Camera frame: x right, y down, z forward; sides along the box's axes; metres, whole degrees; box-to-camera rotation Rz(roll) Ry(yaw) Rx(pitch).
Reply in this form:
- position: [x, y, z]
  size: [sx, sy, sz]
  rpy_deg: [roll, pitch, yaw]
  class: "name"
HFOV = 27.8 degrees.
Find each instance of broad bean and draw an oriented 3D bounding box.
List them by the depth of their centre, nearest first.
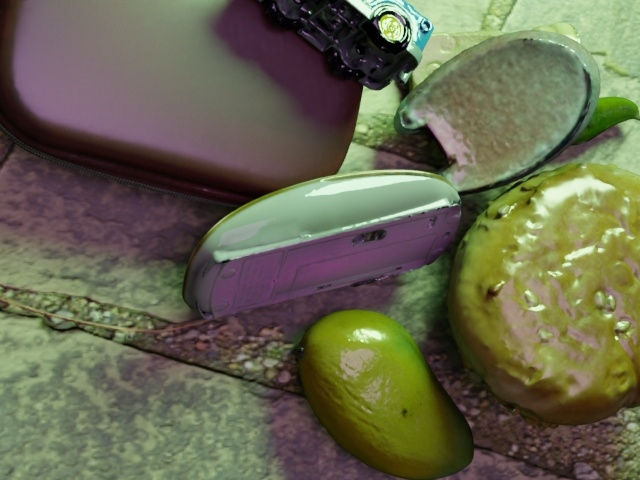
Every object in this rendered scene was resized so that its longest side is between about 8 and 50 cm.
- position: [0.248, -0.133, 1.521]
  size: [0.297, 0.043, 0.060]
  rpy_deg: [-6, 81, -20]
  class: "broad bean"

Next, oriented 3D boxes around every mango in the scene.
- position: [0.069, 0.179, 1.418]
  size: [0.137, 0.091, 0.237]
  rpy_deg: [-37, 100, -12]
  class: "mango"

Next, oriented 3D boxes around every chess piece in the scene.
- position: [0.191, -0.202, 1.490]
  size: [0.200, 0.090, 0.090]
  rpy_deg: [-4, 90, -9]
  class: "chess piece"

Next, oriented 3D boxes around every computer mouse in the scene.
- position: [0.000, 0.000, 1.361]
  size: [0.310, 0.158, 0.072]
  rpy_deg: [-13, 59, -21]
  class: "computer mouse"

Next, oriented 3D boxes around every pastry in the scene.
- position: [0.282, 0.063, 1.450]
  size: [0.315, 0.184, 0.284]
  rpy_deg: [-29, 87, -18]
  class: "pastry"

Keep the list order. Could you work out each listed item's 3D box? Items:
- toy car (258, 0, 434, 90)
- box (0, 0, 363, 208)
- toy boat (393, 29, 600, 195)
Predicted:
- position: [0.029, -0.241, 1.307]
  size: [0.191, 0.097, 0.100]
  rpy_deg: [36, 62, -17]
  class: "toy car"
- position: [-0.147, -0.179, 1.337]
  size: [0.404, 0.108, 0.263]
  rpy_deg: [15, 81, -21]
  class: "box"
- position: [0.201, -0.146, 1.437]
  size: [0.227, 0.085, 0.155]
  rpy_deg: [-29, 93, 14]
  class: "toy boat"
